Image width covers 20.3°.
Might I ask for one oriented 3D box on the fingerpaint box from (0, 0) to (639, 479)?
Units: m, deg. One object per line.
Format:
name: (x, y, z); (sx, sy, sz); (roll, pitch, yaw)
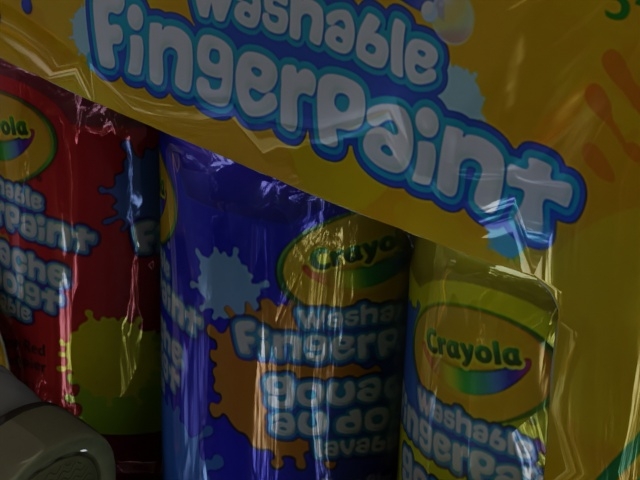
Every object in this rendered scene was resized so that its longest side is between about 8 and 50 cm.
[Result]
fingerpaint box: (0.000, 0.000, 0.755); (0.163, 0.371, 0.445); (-19, -149, -40)

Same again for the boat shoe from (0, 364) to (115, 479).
boat shoe: (-0.160, 0.172, 0.725); (0.113, 0.103, 0.302); (-23, 137, -50)
